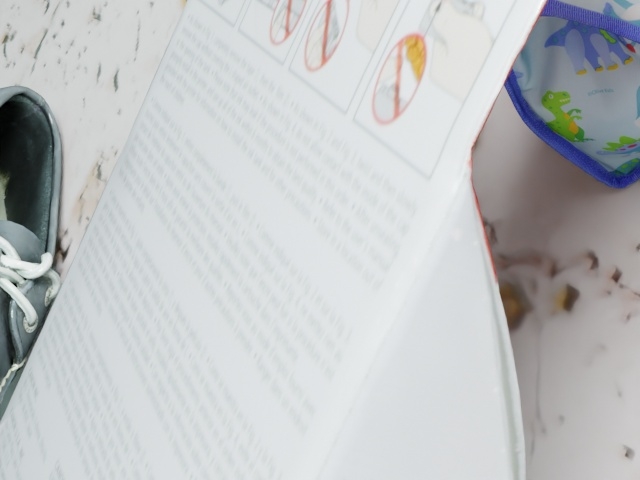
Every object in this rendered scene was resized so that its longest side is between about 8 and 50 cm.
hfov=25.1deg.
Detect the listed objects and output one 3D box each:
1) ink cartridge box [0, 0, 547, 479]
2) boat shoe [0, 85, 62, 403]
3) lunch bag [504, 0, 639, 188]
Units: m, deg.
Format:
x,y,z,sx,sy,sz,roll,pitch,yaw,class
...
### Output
x,y,z,sx,sy,sz,roll,pitch,yaw,class
0.000,0.000,0.538,0.385,0.091,0.308,-63,25,10,ink cartridge box
-0.191,0.011,0.754,0.099,0.116,0.319,-31,30,11,boat shoe
0.107,-0.108,0.551,0.096,0.151,0.129,-14,61,36,lunch bag
